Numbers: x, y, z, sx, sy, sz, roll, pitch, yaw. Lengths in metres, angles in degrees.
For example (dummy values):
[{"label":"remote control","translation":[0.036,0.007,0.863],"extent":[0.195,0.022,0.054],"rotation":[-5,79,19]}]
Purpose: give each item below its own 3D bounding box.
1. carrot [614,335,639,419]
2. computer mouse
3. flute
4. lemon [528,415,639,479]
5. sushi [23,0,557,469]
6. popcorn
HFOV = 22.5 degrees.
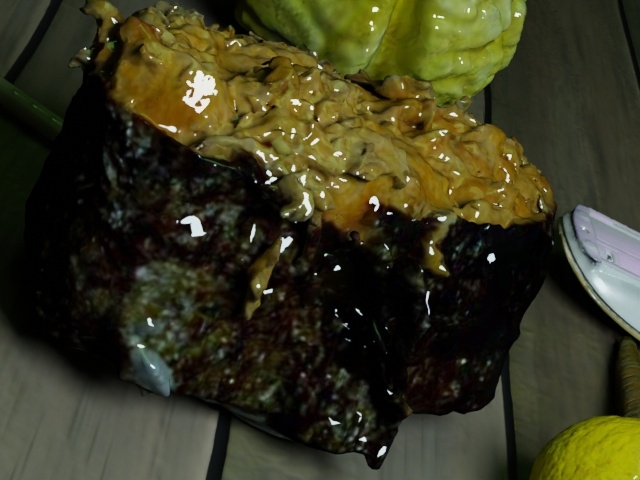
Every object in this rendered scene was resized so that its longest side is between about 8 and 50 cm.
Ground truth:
[{"label":"carrot","translation":[0.224,0.127,1.141],"extent":[0.049,0.049,0.254],"rotation":[28,24,-5]},{"label":"computer mouse","translation":[0.292,0.053,1.302],"extent":[0.245,0.056,0.126],"rotation":[26,26,-14]},{"label":"flute","translation":[-0.188,-0.081,1.102],"extent":[0.233,0.027,0.027],"rotation":[35,29,8]},{"label":"lemon","translation":[0.181,0.160,0.973],"extent":[0.109,0.109,0.133],"rotation":[13,-1,-29]},{"label":"sushi","translation":[0.000,0.000,0.967],"extent":[0.348,0.207,0.234],"rotation":[11,27,-36]},{"label":"popcorn","translation":[0.048,-0.227,1.349],"extent":[0.224,0.270,0.258],"rotation":[-46,122,-58]}]
